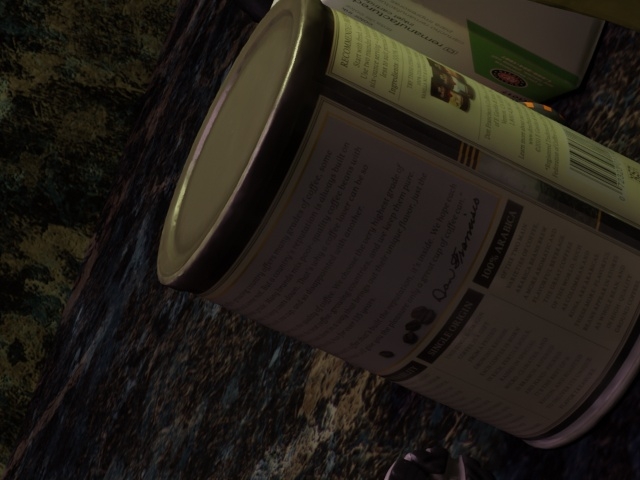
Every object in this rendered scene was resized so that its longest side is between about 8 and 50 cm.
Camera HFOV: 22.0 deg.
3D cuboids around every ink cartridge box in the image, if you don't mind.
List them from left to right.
[{"bbox_3d":[0.088,-0.191,1.379,0.117,0.201,0.278,-69,15,-13],"label":"ink cartridge box"}]

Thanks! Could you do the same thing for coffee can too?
[{"bbox_3d":[0.062,-0.009,1.048,0.201,0.275,0.201,-57,17,28],"label":"coffee can"}]

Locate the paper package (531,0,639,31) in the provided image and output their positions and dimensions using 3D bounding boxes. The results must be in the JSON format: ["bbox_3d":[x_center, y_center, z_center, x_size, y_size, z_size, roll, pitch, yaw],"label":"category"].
[{"bbox_3d":[0.228,-0.320,0.987,0.309,0.168,0.325,153,129,-69],"label":"paper package"}]

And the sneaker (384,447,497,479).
[{"bbox_3d":[0.063,0.267,1.015,0.118,0.107,0.279,104,-178,-51],"label":"sneaker"}]

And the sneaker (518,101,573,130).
[{"bbox_3d":[0.096,-0.050,1.287,0.321,0.124,0.180,-47,25,50],"label":"sneaker"}]

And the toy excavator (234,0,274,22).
[{"bbox_3d":[0.079,-0.396,1.734,0.445,0.222,0.433,-45,32,4],"label":"toy excavator"}]
